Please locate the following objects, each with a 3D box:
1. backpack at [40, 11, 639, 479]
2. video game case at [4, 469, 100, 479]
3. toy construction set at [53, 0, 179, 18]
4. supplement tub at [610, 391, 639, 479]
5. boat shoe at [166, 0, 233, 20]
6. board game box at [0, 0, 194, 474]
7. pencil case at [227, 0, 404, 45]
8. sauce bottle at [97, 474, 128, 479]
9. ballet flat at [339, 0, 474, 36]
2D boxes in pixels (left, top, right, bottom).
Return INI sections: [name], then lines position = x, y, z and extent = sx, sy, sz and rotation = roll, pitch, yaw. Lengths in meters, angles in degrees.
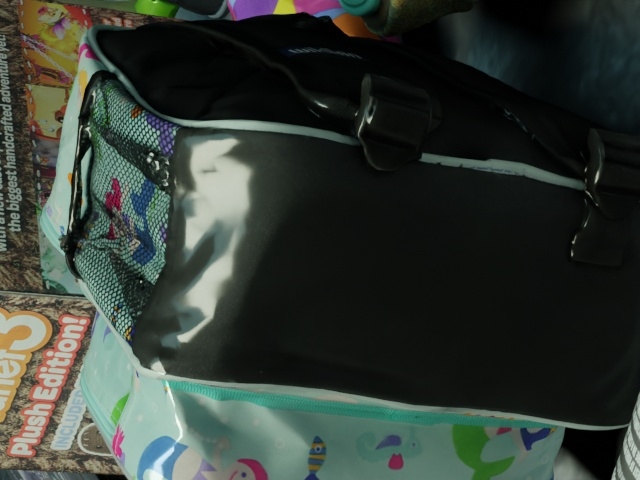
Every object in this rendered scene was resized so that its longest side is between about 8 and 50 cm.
[backpack]
position = 0.000, 0.000, 0.701
extent = 0.253, 0.225, 0.191
rotation = 45, 123, 59
[video game case]
position = -0.223, 0.178, 1.371
extent = 0.196, 0.026, 0.274
rotation = 58, 161, -2
[toy construction set]
position = -0.167, -0.067, 1.160
extent = 0.151, 0.215, 0.327
rotation = -46, 32, 48
[supplement tub]
position = 0.127, 0.108, 0.499
extent = 0.106, 0.106, 0.197
rotation = -124, 43, -60
[boat shoe]
position = -0.105, -0.276, 1.242
extent = 0.108, 0.102, 0.301
rotation = 119, 150, -47
[board game box]
position = -0.122, -0.004, 0.937
extent = 0.232, 0.291, 0.141
rotation = -103, 28, -43
[pencil case]
position = -0.004, -0.145, 0.947
extent = 0.104, 0.104, 0.236
rotation = 118, 152, -46
[sauce bottle]
position = -0.147, 0.173, 1.318
extent = 0.128, 0.042, 0.042
rotation = -177, 93, -71
[ballet flat]
position = 0.063, -0.151, 0.713
extent = 0.348, 0.123, 0.123
rotation = 95, 180, -88
